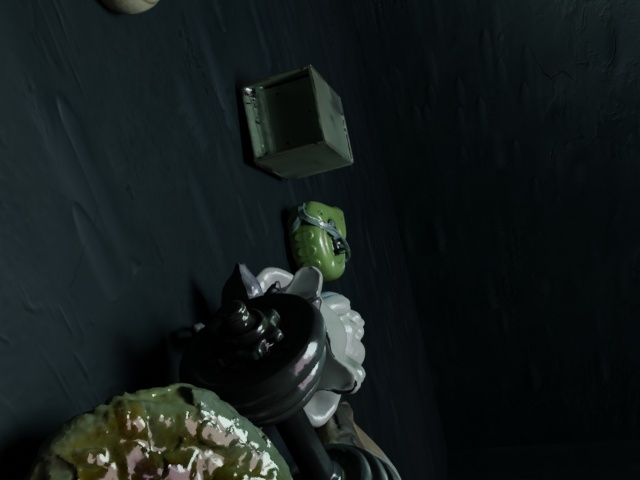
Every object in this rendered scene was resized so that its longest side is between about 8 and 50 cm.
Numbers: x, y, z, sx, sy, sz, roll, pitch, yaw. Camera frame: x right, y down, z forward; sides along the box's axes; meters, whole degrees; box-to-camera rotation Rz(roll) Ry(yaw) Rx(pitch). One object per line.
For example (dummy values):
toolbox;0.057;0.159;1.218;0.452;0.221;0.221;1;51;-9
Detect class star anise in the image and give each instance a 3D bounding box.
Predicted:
star anise;-0.089;0.141;0.913;0.236;0.093;0.229;-24;106;-41

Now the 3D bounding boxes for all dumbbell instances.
dumbbell;-0.026;0.235;0.803;0.179;0.179;0.406;-75;147;-56

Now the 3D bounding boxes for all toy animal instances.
toy animal;-0.020;0.180;1.106;0.289;0.174;0.249;57;17;-55

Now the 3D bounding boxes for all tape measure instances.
tape measure;0.000;0.000;1.389;0.200;0.106;0.175;20;59;-71

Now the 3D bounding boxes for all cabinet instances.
cabinet;-0.045;-0.211;1.250;0.206;0.150;0.145;14;64;-74

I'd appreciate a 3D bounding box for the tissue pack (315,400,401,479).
tissue pack;0.090;0.529;1.215;0.390;0.195;0.375;-105;-179;-76

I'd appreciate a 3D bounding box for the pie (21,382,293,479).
pie;-0.128;0.270;0.559;0.306;0.071;0.306;16;63;-33

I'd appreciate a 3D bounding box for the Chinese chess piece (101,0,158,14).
Chinese chess piece;-0.235;-0.333;0.794;0.122;0.051;0.122;-8;90;-75
